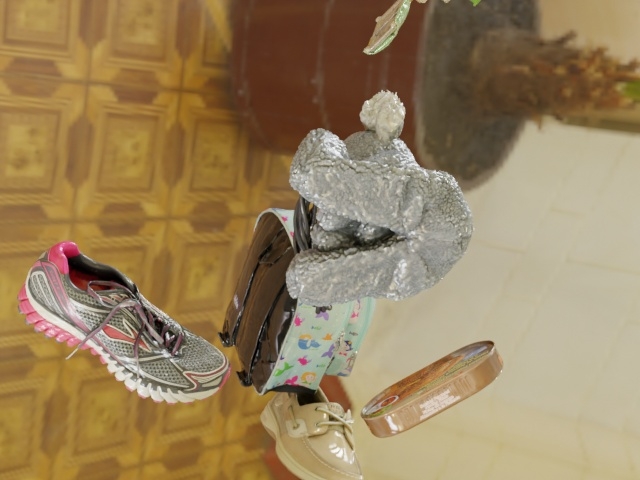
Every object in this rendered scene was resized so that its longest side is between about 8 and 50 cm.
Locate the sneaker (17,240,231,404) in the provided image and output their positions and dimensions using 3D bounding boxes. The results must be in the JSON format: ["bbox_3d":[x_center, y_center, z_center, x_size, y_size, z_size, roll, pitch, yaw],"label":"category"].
[{"bbox_3d":[-0.252,0.114,1.688,0.112,0.299,0.121,-55,-168,33],"label":"sneaker"}]

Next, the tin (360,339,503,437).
[{"bbox_3d":[0.140,0.185,1.586,0.040,0.189,0.106,61,5,-4],"label":"tin"}]

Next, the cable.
[{"bbox_3d":[0.000,0.000,1.624,0.047,0.150,0.185,6,122,-18],"label":"cable"}]

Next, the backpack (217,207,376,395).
[{"bbox_3d":[-0.030,0.081,1.889,0.191,0.225,0.254,-2,126,-22],"label":"backpack"}]

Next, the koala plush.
[{"bbox_3d":[0.064,-0.053,1.455,0.221,0.203,0.196,-92,-176,-62],"label":"koala plush"}]

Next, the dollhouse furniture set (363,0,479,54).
[{"bbox_3d":[0.122,-0.265,1.485,0.058,0.151,0.076,36,42,-15],"label":"dollhouse furniture set"}]

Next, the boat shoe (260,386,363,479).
[{"bbox_3d":[-0.004,0.278,1.860,0.109,0.302,0.098,25,97,-23],"label":"boat shoe"}]
